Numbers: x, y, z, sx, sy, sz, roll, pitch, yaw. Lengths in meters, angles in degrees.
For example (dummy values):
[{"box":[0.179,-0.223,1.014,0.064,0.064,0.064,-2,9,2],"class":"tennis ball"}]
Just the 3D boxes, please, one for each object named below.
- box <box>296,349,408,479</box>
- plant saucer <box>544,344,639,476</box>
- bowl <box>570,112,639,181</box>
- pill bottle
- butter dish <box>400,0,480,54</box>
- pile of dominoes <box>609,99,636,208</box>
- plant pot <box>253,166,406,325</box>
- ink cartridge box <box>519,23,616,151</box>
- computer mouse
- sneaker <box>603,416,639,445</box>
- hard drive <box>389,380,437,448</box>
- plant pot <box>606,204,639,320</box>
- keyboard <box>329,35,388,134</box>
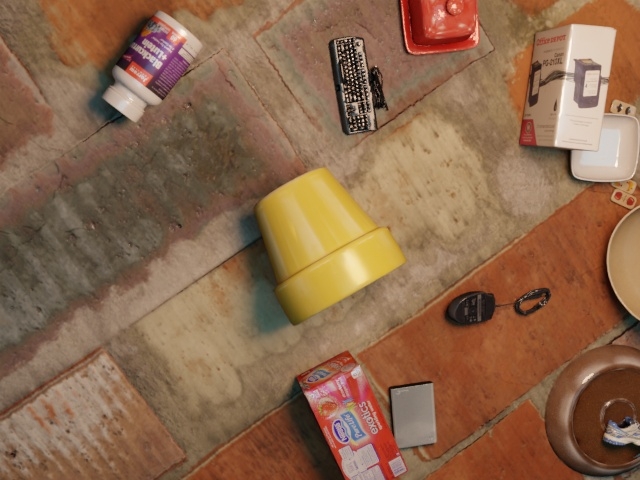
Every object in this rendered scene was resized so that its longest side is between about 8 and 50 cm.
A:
[{"box":[0.063,0.373,1.701,0.128,0.122,0.257,-26,101,-6],"class":"box"},{"box":[0.655,0.388,1.854,0.311,0.050,0.310,-1,97,-10],"class":"plant saucer"},{"box":[0.593,-0.196,1.749,0.142,0.053,0.142,2,97,-1],"class":"bowl"},{"box":[-0.317,-0.319,1.542,0.108,0.108,0.193,37,90,-13],"class":"pill bottle"},{"box":[0.247,-0.452,1.623,0.160,0.118,0.160,-8,100,-9],"class":"butter dish"},{"box":[0.720,-0.185,1.789,0.196,0.040,0.251,-4,98,-10],"class":"pile of dominoes"},{"box":[0.000,0.000,1.589,0.254,0.254,0.239,-29,86,-6],"class":"plant pot"},{"box":[0.491,-0.302,1.661,0.100,0.172,0.237,5,97,-11],"class":"ink cartridge box"},{"box":[0.380,0.132,1.776,0.242,0.041,0.071,-6,108,-16],"class":"computer mouse"},{"box":[0.686,0.416,1.812,0.135,0.052,0.058,3,93,-11],"class":"sneaker"},{"box":[0.198,0.372,1.778,0.094,0.022,0.135,-7,99,-9],"class":"hard drive"},{"box":[0.777,0.037,1.737,0.191,0.284,0.284,-15,103,-44],"class":"plant pot"},{"box":[0.081,-0.312,1.654,0.100,0.038,0.192,-12,101,-9],"class":"keyboard"}]
